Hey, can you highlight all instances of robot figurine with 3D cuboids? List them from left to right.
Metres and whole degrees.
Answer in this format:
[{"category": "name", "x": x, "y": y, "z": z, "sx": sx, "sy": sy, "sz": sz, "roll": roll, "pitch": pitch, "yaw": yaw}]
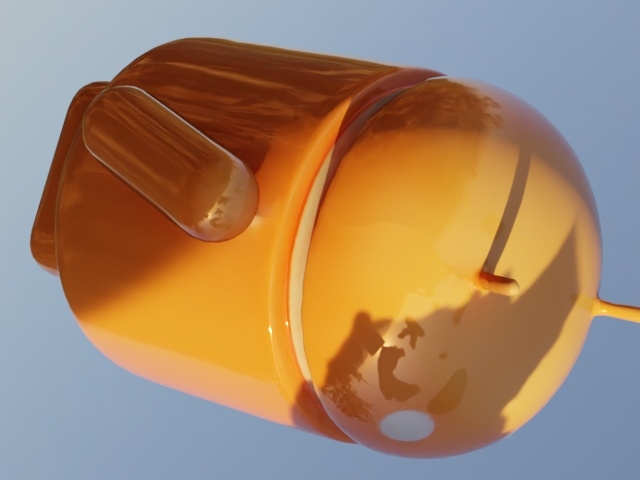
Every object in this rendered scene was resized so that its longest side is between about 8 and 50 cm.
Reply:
[{"category": "robot figurine", "x": -0.001, "y": 0.000, "z": 0.635, "sx": 0.219, "sy": 0.158, "sz": 0.128, "roll": 13, "pitch": -134, "yaw": 40}]
